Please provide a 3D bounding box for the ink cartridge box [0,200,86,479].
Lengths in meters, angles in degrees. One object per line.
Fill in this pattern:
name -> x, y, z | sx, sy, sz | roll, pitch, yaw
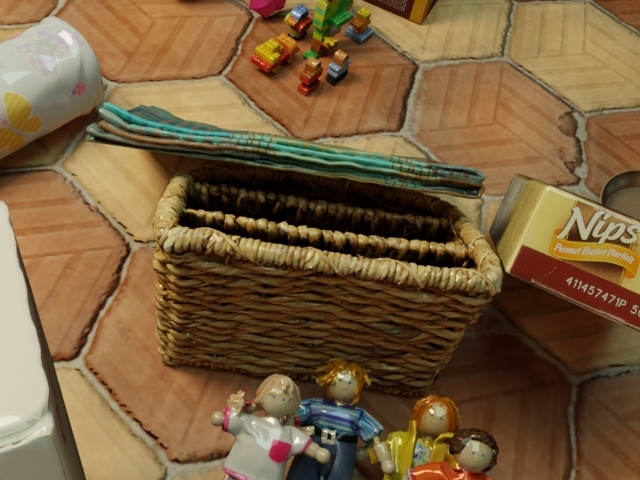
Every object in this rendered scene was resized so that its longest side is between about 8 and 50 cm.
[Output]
ink cartridge box -> -0.216, 0.163, 0.473 | 0.131, 0.306, 0.226 | -17, 38, -20

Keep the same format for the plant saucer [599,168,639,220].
plant saucer -> 0.432, -0.019, 0.952 | 0.169, 0.029, 0.168 | 6, 52, -8

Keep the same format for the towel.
towel -> -0.035, -0.100, 0.804 | 0.371, 0.040, 0.271 | 8, 9, -5

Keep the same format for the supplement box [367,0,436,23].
supplement box -> 0.119, -0.471, 1.157 | 0.194, 0.129, 0.191 | 26, 53, 8

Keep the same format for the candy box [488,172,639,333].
candy box -> 0.275, 0.009, 0.746 | 0.183, 0.087, 0.316 | 25, 10, 6

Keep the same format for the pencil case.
pencil case -> -0.376, -0.150, 0.825 | 0.124, 0.113, 0.273 | 33, 54, 23

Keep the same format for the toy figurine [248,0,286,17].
toy figurine -> -0.116, -0.390, 1.081 | 0.159, 0.130, 0.173 | 26, 27, -9

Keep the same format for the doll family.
doll family -> 0.035, 0.194, 0.654 | 0.263, 0.118, 0.163 | 15, 80, 4

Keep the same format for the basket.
basket -> 0.000, 0.000, 0.725 | 0.299, 0.223, 0.213 | 8, 53, -5

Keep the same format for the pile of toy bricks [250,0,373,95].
pile of toy bricks -> 0.008, -0.301, 1.022 | 0.118, 0.105, 0.212 | 35, 55, 14
